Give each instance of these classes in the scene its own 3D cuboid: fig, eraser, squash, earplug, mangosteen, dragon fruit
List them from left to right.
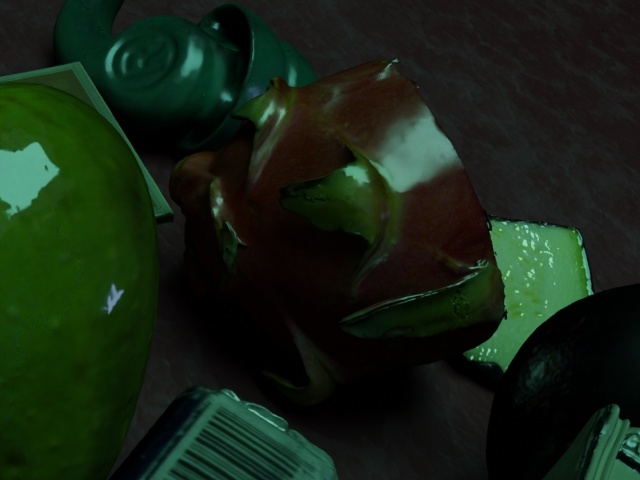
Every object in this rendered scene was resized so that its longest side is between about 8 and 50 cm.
[{"bbox_3d":[-0.232,0.046,1.089,0.258,0.258,0.326,-22,100,-49],"label":"fig"},{"bbox_3d":[-0.105,0.241,1.074,0.155,0.101,0.332,32,35,5],"label":"eraser"},{"bbox_3d":[-0.134,-0.173,1.608,0.280,0.163,0.257,23,-3,-26],"label":"earplug"},{"bbox_3d":[0.000,0.000,1.346,0.226,0.305,0.305,-20,50,-13],"label":"dragon fruit"},{"bbox_3d":[0.180,0.072,1.539,0.192,0.085,0.184,7,67,-23],"label":"squash"},{"bbox_3d":[0.299,0.179,1.255,0.314,0.297,0.297,2,40,-26],"label":"mangosteen"}]

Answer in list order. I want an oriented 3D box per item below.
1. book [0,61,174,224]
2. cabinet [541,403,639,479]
[{"bbox_3d":[-0.263,-0.081,1.443,0.170,0.018,0.241,-15,49,-25],"label":"book"},{"bbox_3d":[0.231,0.334,1.003,0.318,0.290,0.227,32,36,4],"label":"cabinet"}]
